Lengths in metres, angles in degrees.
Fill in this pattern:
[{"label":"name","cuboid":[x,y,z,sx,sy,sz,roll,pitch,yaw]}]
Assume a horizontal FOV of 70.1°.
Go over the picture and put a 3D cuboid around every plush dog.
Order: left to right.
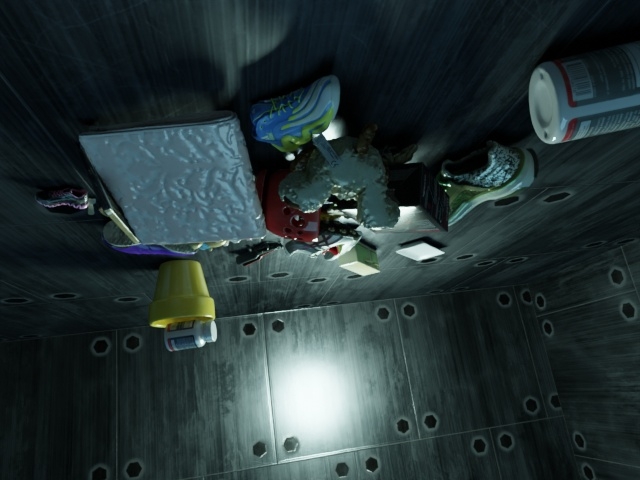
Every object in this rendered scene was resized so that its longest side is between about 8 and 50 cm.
[{"label":"plush dog","cuboid":[0.053,-0.160,0.978,0.262,0.211,0.225,13,-161,-10]}]

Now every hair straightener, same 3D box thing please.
[{"label":"hair straightener","cuboid":[-0.245,0.049,1.791,0.230,0.047,0.089,-18,160,29]}]

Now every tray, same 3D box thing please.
[{"label":"tray","cuboid":[0.465,0.044,2.121,0.145,0.030,0.270,-17,160,30]}]

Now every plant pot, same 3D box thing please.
[{"label":"plant pot","cuboid":[-0.565,0.214,1.849,0.253,0.239,0.254,-8,162,-3]},{"label":"plant pot","cuboid":[-0.082,-0.097,1.167,0.174,0.191,0.191,6,162,0]}]

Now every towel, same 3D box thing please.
[{"label":"towel","cuboid":[-0.298,-0.119,0.994,0.316,0.053,0.332,-4,138,4]}]

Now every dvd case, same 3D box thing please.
[{"label":"dvd case","cuboid":[-0.479,-0.097,1.038,0.018,0.165,0.221,-26,167,-13]}]

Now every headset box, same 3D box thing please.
[{"label":"headset box","cuboid":[0.205,-0.096,1.200,0.218,0.110,0.293,0,167,29]}]

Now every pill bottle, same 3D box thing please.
[{"label":"pill bottle","cuboid":[-0.503,0.365,1.776,0.180,0.108,0.108,-8,163,1]},{"label":"pill bottle","cuboid":[0.575,-0.293,0.882,0.283,0.161,0.161,-10,163,8]}]

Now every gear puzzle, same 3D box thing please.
[{"label":"gear puzzle","cuboid":[0.121,-0.116,1.453,0.338,0.044,0.175,-19,161,39]}]

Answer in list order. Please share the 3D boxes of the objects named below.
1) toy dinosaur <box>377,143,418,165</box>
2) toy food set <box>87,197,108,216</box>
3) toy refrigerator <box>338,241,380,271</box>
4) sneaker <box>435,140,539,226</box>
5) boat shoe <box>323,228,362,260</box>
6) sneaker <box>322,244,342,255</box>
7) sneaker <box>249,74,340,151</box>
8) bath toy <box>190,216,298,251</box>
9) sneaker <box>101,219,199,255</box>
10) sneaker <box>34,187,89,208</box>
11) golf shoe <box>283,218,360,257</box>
[{"label":"toy dinosaur","cuboid":[0.116,-0.206,1.129,0.268,0.064,0.118,-5,169,3]},{"label":"toy food set","cuboid":[-0.547,-0.077,1.269,0.191,0.039,0.132,0,161,-24]},{"label":"toy refrigerator","cuboid":[0.169,0.075,1.967,0.094,0.102,0.269,-16,160,23]},{"label":"sneaker","cuboid":[0.378,-0.171,1.283,0.182,0.158,0.410,26,144,-29]},{"label":"boat shoe","cuboid":[0.088,0.023,1.795,0.075,0.083,0.226,2,159,-27]},{"label":"sneaker","cuboid":[0.000,0.000,1.643,0.208,0.094,0.081,16,154,-27]},{"label":"sneaker","cuboid":[-0.062,-0.241,0.882,0.126,0.091,0.240,2,161,-28]},{"label":"bath toy","cuboid":[-0.234,-0.058,1.349,0.348,0.151,0.129,-14,118,24]},{"label":"sneaker","cuboid":[-0.532,-0.004,1.431,0.293,0.102,0.146,9,160,-32]},{"label":"sneaker","cuboid":[-0.635,-0.113,1.127,0.119,0.047,0.057,0,146,-37]},{"label":"golf shoe","cuboid":[0.001,-0.005,1.571,0.272,0.105,0.120,3,116,-17]}]
